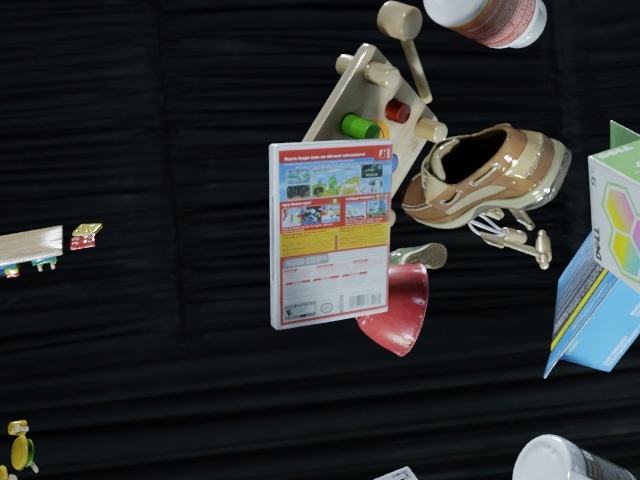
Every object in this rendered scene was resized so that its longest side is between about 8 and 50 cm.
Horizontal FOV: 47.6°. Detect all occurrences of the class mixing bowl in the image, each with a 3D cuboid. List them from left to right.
[{"bbox_3d":[0.125,0.119,1.376,0.181,0.098,0.181,-165,90,-79],"label":"mixing bowl"}]

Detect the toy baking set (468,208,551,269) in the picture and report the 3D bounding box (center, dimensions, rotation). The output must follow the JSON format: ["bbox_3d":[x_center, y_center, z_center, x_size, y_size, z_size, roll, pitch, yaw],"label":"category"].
[{"bbox_3d":[0.364,-0.016,1.409,0.030,0.197,0.256,-59,4,28],"label":"toy baking set"}]

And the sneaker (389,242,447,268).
[{"bbox_3d":[0.224,0.040,1.765,0.086,0.192,0.064,5,101,39],"label":"sneaker"}]

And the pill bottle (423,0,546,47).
[{"bbox_3d":[0.269,-0.375,1.154,0.121,0.216,0.121,-3,85,42],"label":"pill bottle"}]

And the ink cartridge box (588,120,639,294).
[{"bbox_3d":[0.281,-0.017,0.615,0.209,0.062,0.108,-119,12,-61],"label":"ink cartridge box"}]

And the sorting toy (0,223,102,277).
[{"bbox_3d":[-0.573,0.023,1.457,0.132,0.275,0.046,-130,32,-61],"label":"sorting toy"}]

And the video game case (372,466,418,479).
[{"bbox_3d":[0.206,0.713,1.934,0.193,0.213,0.023,49,135,39],"label":"video game case"}]

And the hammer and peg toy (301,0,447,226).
[{"bbox_3d":[0.114,-0.211,1.266,0.127,0.266,0.361,29,86,41],"label":"hammer and peg toy"}]

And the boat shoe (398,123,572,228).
[{"bbox_3d":[0.209,-0.103,1.055,0.324,0.120,0.122,-17,50,61],"label":"boat shoe"}]

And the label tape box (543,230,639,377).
[{"bbox_3d":[0.457,0.066,1.103,0.240,0.106,0.333,-66,-9,30],"label":"label tape box"}]

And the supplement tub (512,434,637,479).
[{"bbox_3d":[0.387,0.369,1.062,0.117,0.191,0.117,-49,23,30],"label":"supplement tub"}]

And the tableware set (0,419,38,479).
[{"bbox_3d":[-0.432,0.333,1.025,0.104,0.024,0.154,-9,75,45],"label":"tableware set"}]

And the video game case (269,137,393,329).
[{"bbox_3d":[0.018,-0.012,1.130,0.025,0.204,0.284,27,120,60],"label":"video game case"}]

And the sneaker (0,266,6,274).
[{"bbox_3d":[-0.751,0.042,1.592,0.209,0.069,0.082,-2,-98,-71],"label":"sneaker"}]
